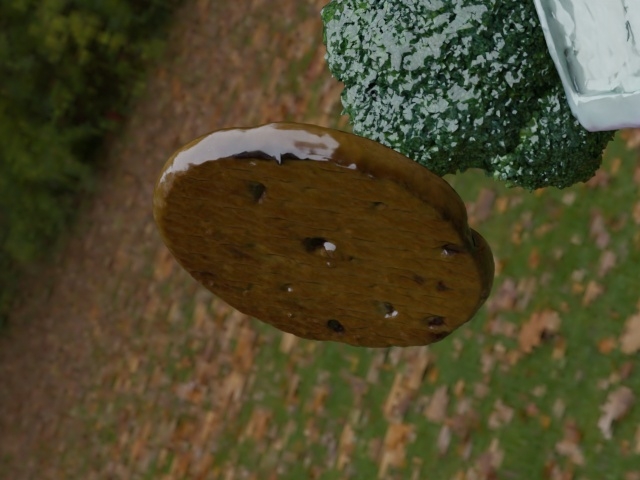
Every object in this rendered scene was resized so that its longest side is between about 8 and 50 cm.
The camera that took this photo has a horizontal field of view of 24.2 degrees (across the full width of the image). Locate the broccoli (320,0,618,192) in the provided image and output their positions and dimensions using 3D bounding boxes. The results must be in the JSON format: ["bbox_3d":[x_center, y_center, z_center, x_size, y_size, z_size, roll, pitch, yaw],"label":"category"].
[{"bbox_3d":[0.154,-0.164,1.228,0.275,0.308,0.308,58,-143,-53],"label":"broccoli"}]

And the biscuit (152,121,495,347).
[{"bbox_3d":[0.000,0.000,0.903,0.212,0.212,0.036,-47,20,54],"label":"biscuit"}]

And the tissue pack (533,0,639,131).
[{"bbox_3d":[0.179,-0.161,0.427,0.146,0.263,0.198,-6,104,56],"label":"tissue pack"}]
